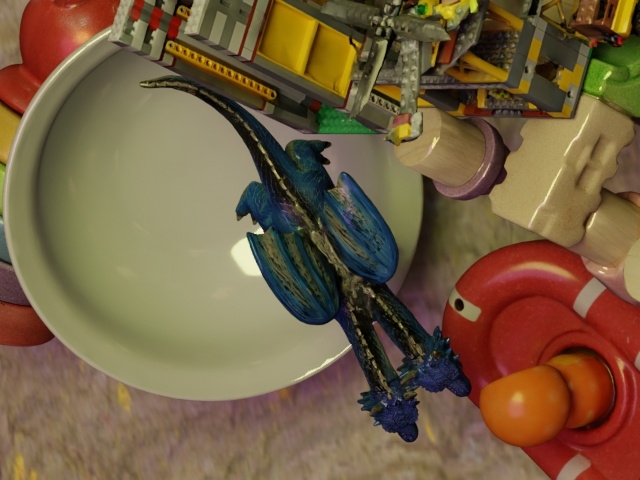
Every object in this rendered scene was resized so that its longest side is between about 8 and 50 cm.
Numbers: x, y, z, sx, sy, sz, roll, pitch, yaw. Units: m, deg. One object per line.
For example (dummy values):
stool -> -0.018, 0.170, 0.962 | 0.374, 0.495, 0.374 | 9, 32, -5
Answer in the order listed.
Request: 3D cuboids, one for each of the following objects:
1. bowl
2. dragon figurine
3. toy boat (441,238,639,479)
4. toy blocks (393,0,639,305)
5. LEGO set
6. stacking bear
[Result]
bowl -> -0.082, -0.042, 1.106 | 0.298, 0.134, 0.297 | -3, 110, -9
dragon figurine -> 0.000, 0.000, 0.986 | 0.085, 0.144, 0.289 | -34, 111, 2
toy boat -> 0.165, 0.101, 1.012 | 0.231, 0.151, 0.151 | 45, 122, 33
toy blocks -> 0.246, -0.088, 0.913 | 0.309, 0.260, 0.288 | 31, 97, 52
LEGO set -> 0.019, -0.185, 0.861 | 0.331, 0.192, 0.255 | 19, 87, 52
stacking bear -> -0.224, -0.076, 1.201 | 0.164, 0.175, 0.289 | 45, 112, 47
